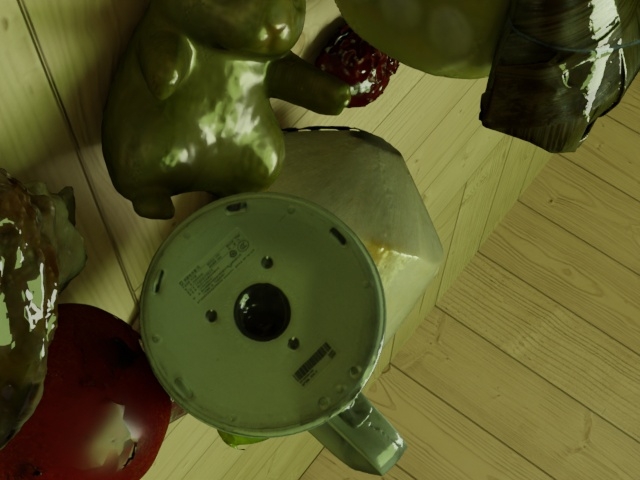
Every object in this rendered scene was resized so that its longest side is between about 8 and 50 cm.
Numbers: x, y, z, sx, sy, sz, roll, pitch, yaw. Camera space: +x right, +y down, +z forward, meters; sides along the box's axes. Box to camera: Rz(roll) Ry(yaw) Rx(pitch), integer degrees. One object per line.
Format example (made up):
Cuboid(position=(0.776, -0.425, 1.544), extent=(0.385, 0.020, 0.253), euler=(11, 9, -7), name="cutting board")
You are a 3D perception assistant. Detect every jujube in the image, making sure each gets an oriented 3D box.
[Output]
Cuboid(position=(0.057, -0.235, 1.270), extent=(0.166, 0.104, 0.104), euler=(-45, 160, -34), name="jujube")

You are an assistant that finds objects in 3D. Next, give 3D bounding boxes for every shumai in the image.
Cuboid(position=(-0.313, 0.042, 0.759), extent=(0.346, 0.217, 0.283), euler=(-53, -162, 28), name="shumai")

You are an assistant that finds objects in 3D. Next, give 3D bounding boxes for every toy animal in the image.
Cuboid(position=(-0.080, -0.181, 0.839), extent=(0.181, 0.180, 0.363), euler=(-3, 134, -37), name="toy animal")

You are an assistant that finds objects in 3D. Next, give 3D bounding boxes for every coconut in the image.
Cuboid(position=(0.000, 0.000, 1.245), extent=(0.323, 0.323, 0.323), euler=(-49, 162, -22), name="coconut")

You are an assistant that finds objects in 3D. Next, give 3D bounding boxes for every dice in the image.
Cuboid(position=(0.160, -0.341, 1.116), extent=(0.233, 0.238, 0.226), euler=(-39, 155, -40), name="dice")

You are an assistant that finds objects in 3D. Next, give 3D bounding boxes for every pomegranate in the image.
Cuboid(position=(-0.258, 0.165, 0.984), extent=(0.210, 0.210, 0.235), euler=(-56, -162, 1), name="pomegranate")

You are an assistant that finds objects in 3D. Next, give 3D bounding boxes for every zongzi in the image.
Cuboid(position=(0.281, -0.273, 0.977), extent=(0.286, 0.138, 0.300), euler=(-49, 151, -32), name="zongzi")

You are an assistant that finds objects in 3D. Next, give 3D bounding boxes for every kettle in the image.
Cuboid(position=(-0.036, 0.100, 0.942), extent=(0.318, 0.265, 0.205), euler=(120, -16, -75), name="kettle")

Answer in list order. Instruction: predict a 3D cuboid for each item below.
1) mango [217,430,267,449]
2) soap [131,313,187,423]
Cuboid(position=(-0.087, 0.226, 1.407), extent=(0.119, 0.100, 0.178), euler=(-18, -165, 32), name="mango")
Cuboid(position=(-0.173, 0.152, 1.362), extent=(0.217, 0.098, 0.273), euler=(-62, 162, 21), name="soap")
